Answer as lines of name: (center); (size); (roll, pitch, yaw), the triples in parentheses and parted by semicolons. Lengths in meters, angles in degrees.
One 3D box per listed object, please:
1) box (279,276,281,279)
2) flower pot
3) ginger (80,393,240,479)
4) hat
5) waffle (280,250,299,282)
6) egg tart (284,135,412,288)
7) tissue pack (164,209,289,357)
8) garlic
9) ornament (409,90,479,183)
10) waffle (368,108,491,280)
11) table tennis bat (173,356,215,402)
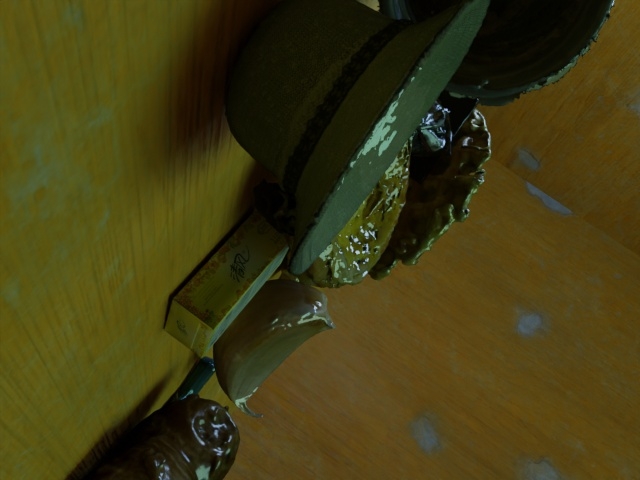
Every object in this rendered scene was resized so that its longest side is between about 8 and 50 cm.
box: (-0.108, 0.197, 1.605); (0.215, 0.086, 0.215); (-53, 173, -15)
flower pot: (0.162, -0.265, 0.709); (0.235, 0.236, 0.140); (-57, -165, 23)
ginger: (-0.275, 0.373, 1.014); (0.274, 0.152, 0.357); (-35, -175, 32)
hat: (0.005, -0.112, 0.547); (0.257, 0.130, 0.257); (-53, 174, -9)
waffle: (-0.001, -0.001, 1.481); (0.283, 0.065, 0.309); (-55, 171, -23)
egg tart: (0.027, -0.078, 0.870); (0.291, 0.107, 0.290); (-48, 147, -46)
tissue pack: (-0.108, 0.047, 0.876); (0.176, 0.062, 0.095); (-52, 176, -33)
garlic: (-0.094, 0.166, 1.186); (0.245, 0.164, 0.145); (-51, -168, 14)
ornament: (0.110, -0.195, 1.005); (0.153, 0.166, 0.196); (-56, 159, 4)
waffle: (0.127, -0.097, 1.159); (0.325, 0.068, 0.302); (-39, -139, 19)
table tennis bat: (-0.247, 0.286, 1.269); (0.201, 0.033, 0.124); (-53, 176, 10)
